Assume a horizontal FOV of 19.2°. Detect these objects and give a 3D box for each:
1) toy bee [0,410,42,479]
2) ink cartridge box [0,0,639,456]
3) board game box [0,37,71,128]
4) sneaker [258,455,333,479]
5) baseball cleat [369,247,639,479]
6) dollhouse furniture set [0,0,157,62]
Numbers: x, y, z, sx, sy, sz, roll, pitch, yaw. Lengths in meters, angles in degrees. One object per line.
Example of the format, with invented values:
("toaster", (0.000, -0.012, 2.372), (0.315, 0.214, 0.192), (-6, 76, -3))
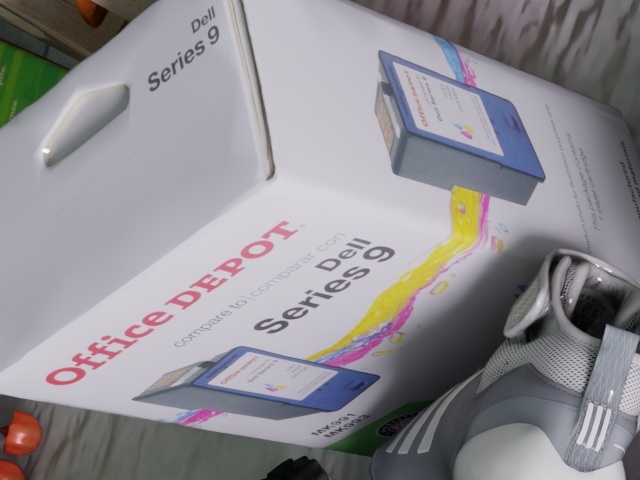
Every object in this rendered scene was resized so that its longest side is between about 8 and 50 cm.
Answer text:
("toy bee", (-0.224, 0.075, 0.928), (0.162, 0.298, 0.195), (18, 112, 11))
("ink cartridge box", (0.000, 0.000, 0.677), (0.154, 0.212, 0.093), (-34, 55, 34))
("board game box", (-0.157, -0.034, 0.997), (0.259, 0.039, 0.124), (26, 95, 46))
("sneaker", (0.013, 0.164, 0.691), (0.100, 0.108, 0.271), (-45, 24, -6))
("baseball cleat", (0.073, 0.062, 0.647), (0.109, 0.072, 0.206), (-66, 8, -9))
("dollhouse furniture set", (-0.016, -0.164, 0.772), (0.259, 0.135, 0.262), (-61, 3, -3))
